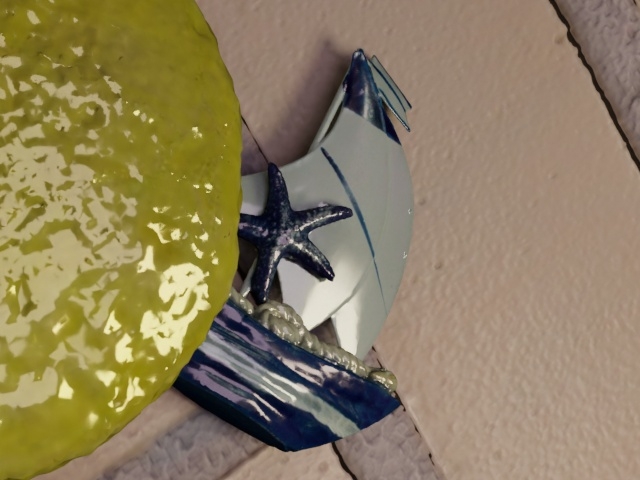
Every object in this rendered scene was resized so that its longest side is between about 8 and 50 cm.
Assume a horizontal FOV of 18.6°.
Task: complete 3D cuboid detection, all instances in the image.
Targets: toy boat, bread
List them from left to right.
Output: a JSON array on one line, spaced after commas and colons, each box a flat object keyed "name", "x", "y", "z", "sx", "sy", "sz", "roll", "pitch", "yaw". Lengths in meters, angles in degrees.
[{"name": "bread", "x": -0.234, "y": -0.033, "z": 1.129, "sx": 0.348, "sy": 0.308, "sz": 0.348, "roll": 1, "pitch": 88, "yaw": -18}, {"name": "toy boat", "x": -0.027, "y": 0.000, "z": 1.357, "sx": 0.210, "sy": 0.070, "sz": 0.292, "roll": 9, "pitch": 81, "yaw": -29}]
